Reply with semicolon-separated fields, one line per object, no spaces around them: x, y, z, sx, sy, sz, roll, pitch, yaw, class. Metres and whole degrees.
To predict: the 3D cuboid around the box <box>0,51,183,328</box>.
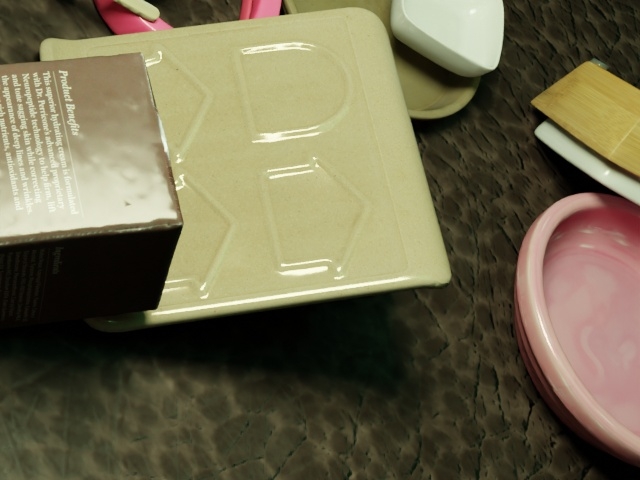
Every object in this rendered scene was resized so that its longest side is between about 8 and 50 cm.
-0.237;-0.036;1.477;0.203;0.167;0.168;-6;63;-17;box

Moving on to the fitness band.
-0.138;-0.295;1.860;0.209;0.054;0.291;23;49;-25;fitness band

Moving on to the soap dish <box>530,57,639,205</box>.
0.409;-0.090;2.052;0.291;0.118;0.229;25;11;-23;soap dish

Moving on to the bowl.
0.136;-0.252;1.997;0.142;0.053;0.142;28;48;-21;bowl

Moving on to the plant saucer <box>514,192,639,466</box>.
0.334;0.109;1.951;0.332;0.084;0.332;20;52;-28;plant saucer

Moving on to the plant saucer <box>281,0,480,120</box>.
0.063;-0.248;2.001;0.278;0.041;0.278;20;51;-27;plant saucer

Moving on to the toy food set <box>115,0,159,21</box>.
-0.185;-0.315;1.778;0.132;0.038;0.192;26;49;-19;toy food set

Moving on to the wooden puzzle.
-0.076;-0.064;1.678;0.348;0.080;0.322;-5;59;-12;wooden puzzle
